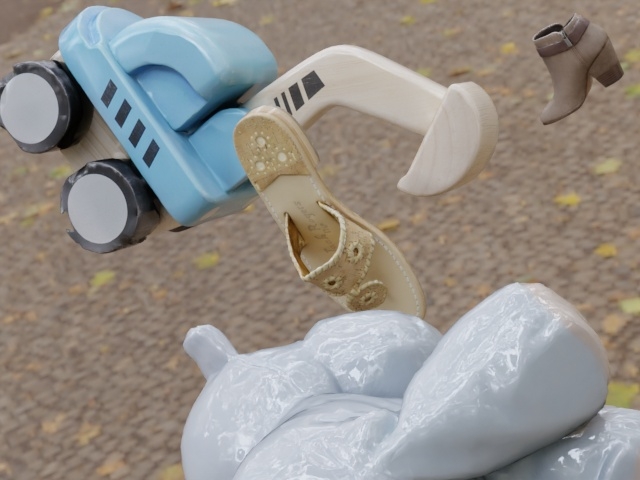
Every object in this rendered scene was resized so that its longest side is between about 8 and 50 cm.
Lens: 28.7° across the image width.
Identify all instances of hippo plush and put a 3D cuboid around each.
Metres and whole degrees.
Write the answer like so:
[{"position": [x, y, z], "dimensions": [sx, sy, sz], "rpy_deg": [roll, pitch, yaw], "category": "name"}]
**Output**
[{"position": [0.023, 0.152, 0.674], "dimensions": [0.294, 0.234, 0.236], "rpy_deg": [-23, 11, -18], "category": "hippo plush"}]

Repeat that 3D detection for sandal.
[{"position": [-0.005, 0.003, 1.055], "dimensions": [0.088, 0.240, 0.079], "rpy_deg": [-27, 16, 33], "category": "sandal"}]

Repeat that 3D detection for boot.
[{"position": [0.248, -0.178, 1.278], "dimensions": [0.118, 0.087, 0.042], "rpy_deg": [-35, 20, 35], "category": "boot"}]

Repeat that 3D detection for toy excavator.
[{"position": [-0.083, -0.146, 1.418], "dimensions": [0.445, 0.433, 0.222], "rpy_deg": [-39, -8, 24], "category": "toy excavator"}]
